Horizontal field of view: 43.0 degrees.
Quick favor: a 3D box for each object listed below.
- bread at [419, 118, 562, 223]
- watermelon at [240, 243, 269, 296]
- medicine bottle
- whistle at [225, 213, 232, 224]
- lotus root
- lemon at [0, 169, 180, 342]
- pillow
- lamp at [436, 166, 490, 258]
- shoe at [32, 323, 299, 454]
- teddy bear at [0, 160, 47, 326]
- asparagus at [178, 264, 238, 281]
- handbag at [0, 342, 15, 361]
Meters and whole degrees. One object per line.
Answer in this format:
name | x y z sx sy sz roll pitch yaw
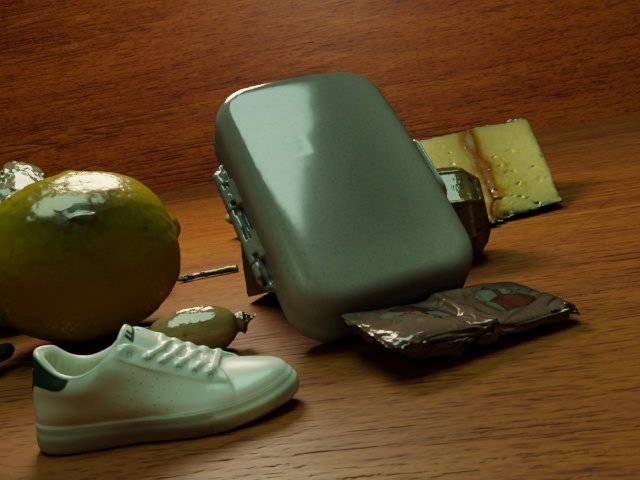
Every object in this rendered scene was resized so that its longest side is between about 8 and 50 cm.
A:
bread | 0.329 -0.075 1.694 0.345 0.242 0.405 -7 43 -6
watermelon | 0.000 0.000 1.218 0.212 0.262 0.201 -20 46 -28
medicine bottle | 0.022 -0.060 1.059 0.282 0.375 0.123 -14 -33 -21
whistle | -0.123 -0.052 1.772 0.131 0.106 0.288 -9 8 -34
lotus root | -0.154 0.115 1.017 0.150 0.062 0.073 -10 -13 -8
lemon | -0.343 0.023 1.182 0.260 0.261 0.284 -2 20 39
pillow | 0.157 0.089 0.904 0.248 0.049 0.135 -10 10 -23
lamp | 0.165 -0.035 1.278 0.185 0.161 0.161 -8 10 3
shoe | -0.159 0.133 0.798 0.264 0.110 0.095 -13 9 -2
teddy bear | -0.451 0.022 1.426 0.367 0.224 0.357 22 49 -8
asparagus | -0.207 0.061 1.495 0.114 0.014 0.015 -12 -6 -5
handbag | -0.557 0.176 1.059 0.270 0.089 0.175 -9 2 3
